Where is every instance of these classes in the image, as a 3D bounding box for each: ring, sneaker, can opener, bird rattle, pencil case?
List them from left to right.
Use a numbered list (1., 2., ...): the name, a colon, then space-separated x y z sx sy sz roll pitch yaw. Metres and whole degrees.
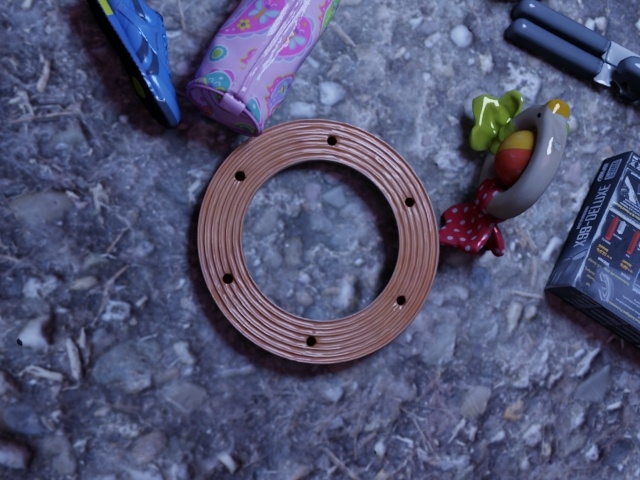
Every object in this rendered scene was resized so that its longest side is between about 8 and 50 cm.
1. sneaker: -0.222 -0.250 1.073 0.082 0.069 0.209 -29 92 -23
2. pencil case: -0.063 -0.278 1.101 0.124 0.124 0.284 34 75 -11
3. ring: 0.000 0.000 1.123 0.337 0.032 0.336 2 81 -13
4. bird rattle: 0.256 -0.099 1.141 0.143 0.207 0.253 32 71 -10
5. can opener: 0.426 -0.296 1.281 0.280 0.093 0.074 23 78 -9

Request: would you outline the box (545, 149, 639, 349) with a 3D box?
1. box: 0.530 0.046 1.273 0.307 0.076 0.242 31 75 -12
